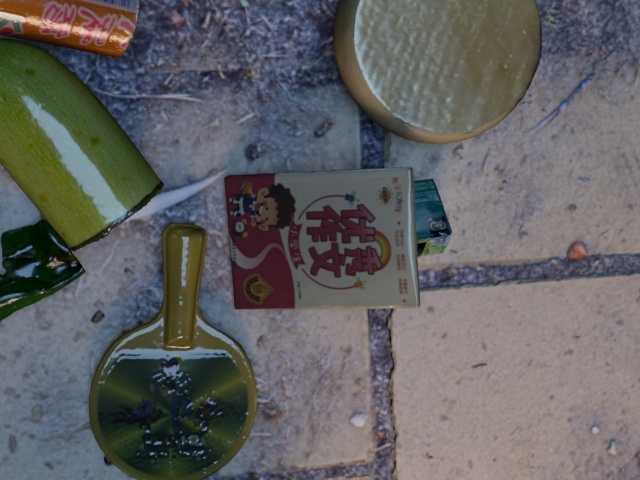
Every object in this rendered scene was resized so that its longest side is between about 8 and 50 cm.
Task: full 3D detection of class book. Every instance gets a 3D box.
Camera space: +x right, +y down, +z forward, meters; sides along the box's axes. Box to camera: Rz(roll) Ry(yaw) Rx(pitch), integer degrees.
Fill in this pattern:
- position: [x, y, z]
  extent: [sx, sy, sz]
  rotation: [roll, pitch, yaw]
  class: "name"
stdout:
- position: [0.000, 0.000, 1.342]
  extent: [0.232, 0.022, 0.162]
  rotation: [-1, 98, 21]
  class: "book"

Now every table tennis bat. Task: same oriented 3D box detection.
- position: [-0.170, 0.138, 1.370]
  extent: [0.199, 0.050, 0.320]
  rotation: [3, 99, -11]
  class: "table tennis bat"

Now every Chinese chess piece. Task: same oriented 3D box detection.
- position: [0.137, -0.240, 1.372]
  extent: [0.251, 0.097, 0.250]
  rotation: [-1, 95, -13]
  class: "Chinese chess piece"

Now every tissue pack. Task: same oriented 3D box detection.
- position: [0.089, -0.016, 1.396]
  extent: [0.111, 0.079, 0.085]
  rotation: [-10, 62, -13]
  class: "tissue pack"

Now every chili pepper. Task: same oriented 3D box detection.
- position: [-0.393, 0.051, 1.293]
  extent: [0.253, 0.083, 0.099]
  rotation: [-18, 90, -14]
  class: "chili pepper"

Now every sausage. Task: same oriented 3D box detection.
- position: [-0.354, -0.267, 1.226]
  extent: [0.312, 0.093, 0.092]
  rotation: [7, 94, -28]
  class: "sausage"

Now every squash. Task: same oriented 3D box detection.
- position: [-0.296, -0.119, 1.269]
  extent: [0.132, 0.132, 0.247]
  rotation: [-39, 102, -6]
  class: "squash"
